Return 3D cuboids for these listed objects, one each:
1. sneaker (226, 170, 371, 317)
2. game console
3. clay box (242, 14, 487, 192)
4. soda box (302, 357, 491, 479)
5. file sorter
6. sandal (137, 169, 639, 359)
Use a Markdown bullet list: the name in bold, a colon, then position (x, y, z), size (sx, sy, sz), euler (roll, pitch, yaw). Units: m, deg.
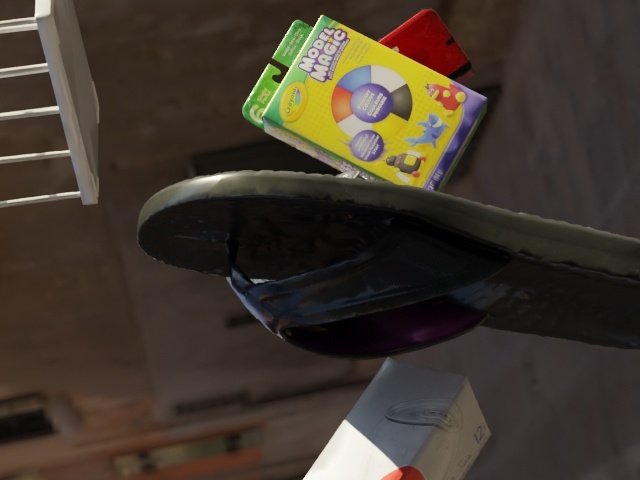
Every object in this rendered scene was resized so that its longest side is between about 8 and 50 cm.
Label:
- **sneaker**: position (-0.001, -0.002, 1.717), size (0.086, 0.163, 0.226), euler (57, 172, -3)
- **game console**: position (0.084, -0.172, 1.995), size (0.124, 0.144, 0.085), euler (52, -174, -24)
- **clay box**: position (0.041, -0.133, 1.893), size (0.127, 0.222, 0.053), euler (-61, -8, -13)
- **soda box**: position (0.043, 0.247, 1.740), size (0.098, 0.286, 0.091), euler (13, 143, 36)
- **file sorter**: position (-0.369, -0.196, 2.208), size (0.193, 0.173, 0.277), euler (-96, -2, -48)
- **sandal**: position (0.069, 0.035, 1.463), size (0.167, 0.446, 0.107), euler (91, -172, -63)
